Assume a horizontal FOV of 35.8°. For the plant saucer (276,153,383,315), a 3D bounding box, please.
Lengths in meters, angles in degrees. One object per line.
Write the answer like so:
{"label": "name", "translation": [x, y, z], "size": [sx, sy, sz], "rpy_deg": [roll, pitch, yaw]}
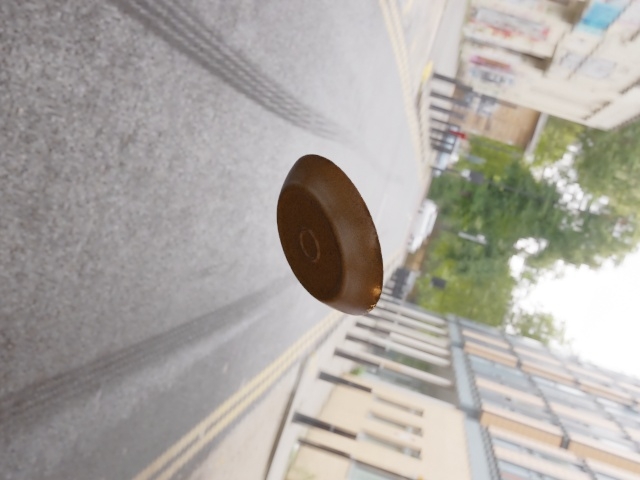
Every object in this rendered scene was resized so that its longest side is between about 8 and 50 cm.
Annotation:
{"label": "plant saucer", "translation": [0.000, 0.000, 0.482], "size": [0.015, 0.083, 0.083], "rpy_deg": [-21, 144, -28]}
